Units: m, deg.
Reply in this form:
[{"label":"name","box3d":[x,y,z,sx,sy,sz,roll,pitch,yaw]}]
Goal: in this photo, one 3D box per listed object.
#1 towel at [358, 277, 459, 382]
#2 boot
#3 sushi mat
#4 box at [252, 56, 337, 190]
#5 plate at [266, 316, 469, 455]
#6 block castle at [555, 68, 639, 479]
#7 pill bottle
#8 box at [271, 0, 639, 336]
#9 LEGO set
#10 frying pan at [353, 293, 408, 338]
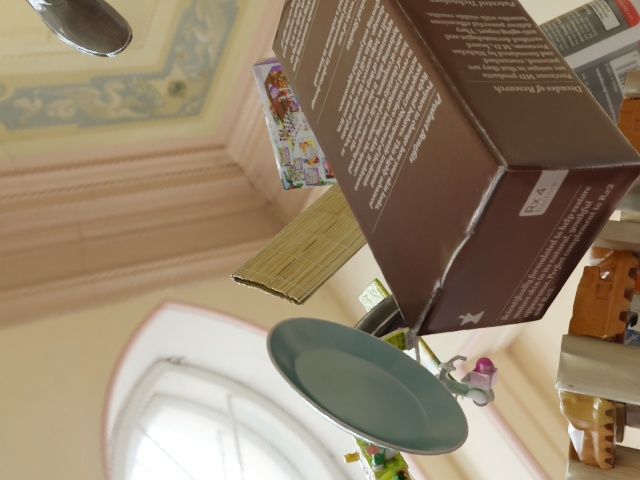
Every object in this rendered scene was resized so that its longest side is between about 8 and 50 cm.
[{"label":"towel","box3d":[0.156,0.175,1.706,0.021,0.237,0.102,-32,-10,-27]},{"label":"boot","box3d":[-0.365,-0.343,1.313,0.083,0.246,0.161,-54,16,-5]},{"label":"sushi mat","box3d":[0.000,0.000,1.689,0.316,0.151,0.019,-42,-41,-38]},{"label":"box","box3d":[-0.013,-0.258,2.067,0.201,0.057,0.293,-5,-64,18]},{"label":"plate","box3d":[0.037,0.126,0.812,0.188,0.188,0.024,3,-62,-50]},{"label":"block castle","box3d":[0.407,0.054,1.043,0.303,0.213,0.453,71,-145,-49]},{"label":"pill bottle","box3d":[0.352,-0.228,1.505,0.363,0.210,0.210,-23,-26,12]},{"label":"box","box3d":[0.093,-0.126,0.837,0.143,0.381,0.191,-3,-41,-24]},{"label":"LEGO set","box3d":[0.082,0.169,0.975,0.287,0.132,0.107,-34,-60,-61]},{"label":"frying pan","box3d":[0.130,0.118,1.474,0.326,0.053,0.197,-31,-23,-42]}]
